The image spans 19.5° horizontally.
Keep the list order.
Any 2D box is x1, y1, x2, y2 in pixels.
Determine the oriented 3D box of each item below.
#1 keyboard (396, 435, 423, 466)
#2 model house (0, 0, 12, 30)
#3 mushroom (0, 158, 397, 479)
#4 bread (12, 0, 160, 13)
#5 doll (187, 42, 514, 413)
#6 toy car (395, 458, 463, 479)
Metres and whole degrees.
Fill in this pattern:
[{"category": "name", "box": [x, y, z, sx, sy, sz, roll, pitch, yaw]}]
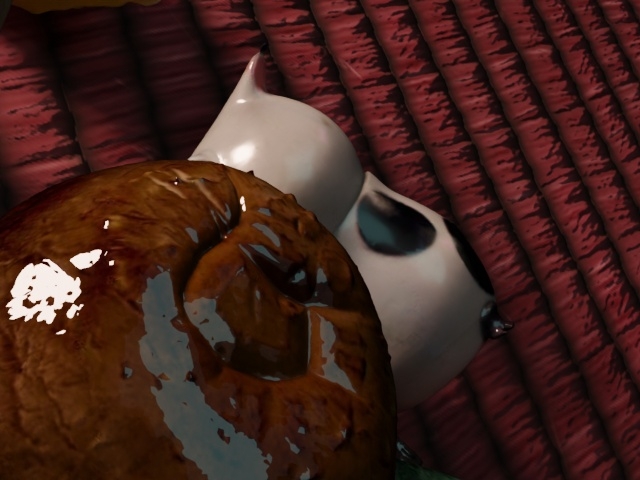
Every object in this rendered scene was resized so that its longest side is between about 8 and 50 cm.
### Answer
[{"category": "keyboard", "box": [-0.032, 0.066, 0.883, 0.195, 0.018, 0.060, 43, 49, -11]}, {"category": "model house", "box": [-0.213, -0.104, 0.763, 0.188, 0.122, 0.229, 45, 41, -33]}, {"category": "mushroom", "box": [-0.059, 0.057, 0.749, 0.194, 0.138, 0.231, 18, 42, -42]}, {"category": "bread", "box": [-0.128, -0.223, 0.958, 0.197, 0.197, 0.170, 37, 18, -19]}, {"category": "doll", "box": [0.004, 0.006, 0.932, 0.180, 0.107, 0.110, 38, 46, -10]}, {"category": "toy car", "box": [0.075, 0.226, 0.771, 0.141, 0.097, 0.321, 23, 38, -37]}]
